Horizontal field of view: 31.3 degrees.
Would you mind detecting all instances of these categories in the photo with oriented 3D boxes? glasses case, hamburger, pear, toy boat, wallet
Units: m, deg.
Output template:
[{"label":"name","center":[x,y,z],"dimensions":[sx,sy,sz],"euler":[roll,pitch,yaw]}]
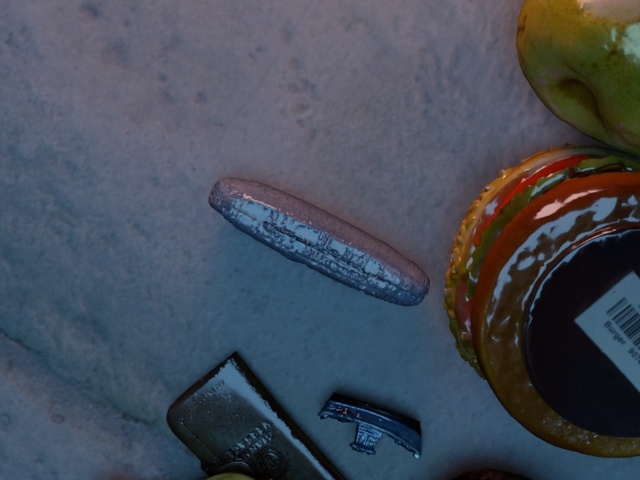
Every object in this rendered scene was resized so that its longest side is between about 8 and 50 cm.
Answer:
[{"label":"glasses case","center":[0.000,0.000,1.344],"dimensions":[0.282,0.109,0.067],"euler":[25,99,-1]},{"label":"hamburger","center":[0.303,0.058,1.252],"dimensions":[0.330,0.250,0.330],"euler":[0,105,-1]},{"label":"pear","center":[0.349,-0.228,1.213],"dimensions":[0.271,0.271,0.271],"euler":[1,100,4]},{"label":"toy boat","center":[0.062,0.234,1.404],"dimensions":[0.137,0.060,0.061],"euler":[19,81,-5]},{"label":"wallet","center":[-0.074,0.276,1.436],"dimensions":[0.137,0.031,0.255],"euler":[-41,94,12]}]

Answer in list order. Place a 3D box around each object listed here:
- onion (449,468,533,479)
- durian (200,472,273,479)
[{"label":"onion","center":[0.206,0.397,1.356],"dimensions":[0.246,0.190,0.246],"euler":[-6,73,18]},{"label":"durian","center":[-0.126,0.416,1.375],"dimensions":[0.256,0.204,0.339],"euler":[-32,99,20]}]
